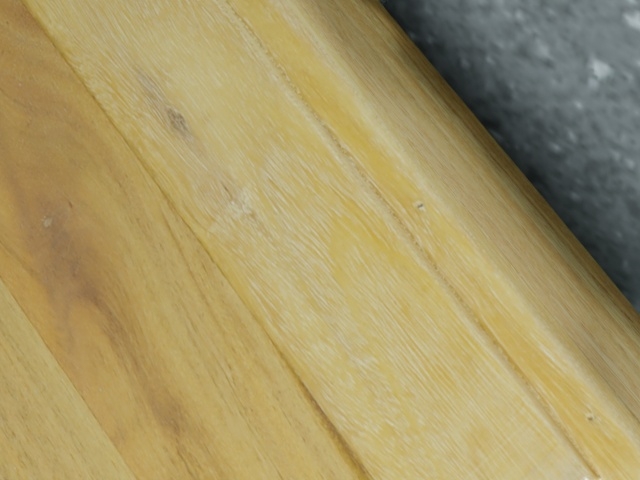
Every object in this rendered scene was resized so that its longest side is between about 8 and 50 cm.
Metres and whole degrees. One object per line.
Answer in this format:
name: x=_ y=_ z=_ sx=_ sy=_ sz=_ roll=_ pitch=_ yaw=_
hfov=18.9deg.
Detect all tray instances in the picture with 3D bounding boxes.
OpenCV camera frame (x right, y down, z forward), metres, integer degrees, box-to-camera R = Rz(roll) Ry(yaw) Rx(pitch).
tray: x=-0.069 y=-0.020 z=0.647 sx=0.203 sy=0.076 sz=0.411 roll=-47 pitch=67 yaw=24

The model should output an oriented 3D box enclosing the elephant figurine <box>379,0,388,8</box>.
elephant figurine: x=0.000 y=0.000 z=0.719 sx=0.186 sy=0.169 sz=0.239 roll=32 pitch=139 yaw=-32
